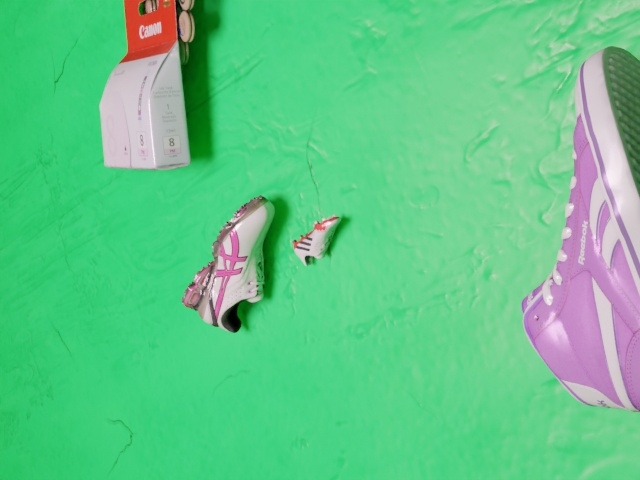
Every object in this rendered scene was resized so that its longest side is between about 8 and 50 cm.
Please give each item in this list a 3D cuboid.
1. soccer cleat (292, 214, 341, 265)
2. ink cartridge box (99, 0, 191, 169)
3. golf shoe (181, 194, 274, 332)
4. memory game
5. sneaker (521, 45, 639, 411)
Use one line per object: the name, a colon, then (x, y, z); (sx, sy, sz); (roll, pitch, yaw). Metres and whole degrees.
soccer cleat: (0.000, 0.000, 0.986); (0.083, 0.029, 0.035); (-37, 77, 45)
ink cartridge box: (-0.235, -0.208, 1.151); (0.189, 0.066, 0.232); (9, 109, 58)
golf shoe: (-0.092, 0.028, 1.066); (0.086, 0.067, 0.186); (36, 122, 7)
memory game: (-0.195, -0.301, 1.128); (0.186, 0.012, 0.186); (29, 123, 57)
sneaker: (0.213, 0.000, 0.715); (0.161, 0.102, 0.282); (-16, 83, 49)
